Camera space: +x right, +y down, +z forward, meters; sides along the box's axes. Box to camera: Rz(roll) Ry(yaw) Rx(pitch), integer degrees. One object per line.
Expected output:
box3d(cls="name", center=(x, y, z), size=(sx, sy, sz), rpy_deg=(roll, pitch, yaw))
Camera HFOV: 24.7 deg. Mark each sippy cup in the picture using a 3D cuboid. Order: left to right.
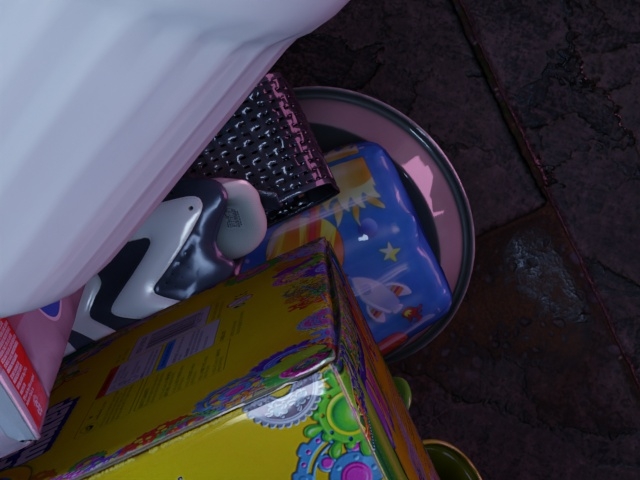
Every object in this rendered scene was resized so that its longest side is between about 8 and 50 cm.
box3d(cls="sippy cup", center=(-0.015, 0.030, 1.260), size=(0.240, 0.224, 0.305), rpy_deg=(66, 4, 24))

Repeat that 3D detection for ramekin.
box3d(cls="ramekin", center=(-0.134, -0.103, 0.402), size=(0.277, 0.135, 0.277), rpy_deg=(32, 19, -12))

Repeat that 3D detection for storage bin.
box3d(cls="storage bin", center=(-0.087, -0.035, 0.995), size=(0.084, 0.180, 0.122), rpy_deg=(64, 4, 4))

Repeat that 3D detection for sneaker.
box3d(cls="sneaker", center=(-0.106, -0.022, 0.862), size=(0.094, 0.153, 0.235), rpy_deg=(62, 5, -63))

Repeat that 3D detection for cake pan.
box3d(cls="cake pan", center=(0.000, 0.000, 1.403), size=(0.293, 0.293, 0.054), rpy_deg=(64, 25, -10))

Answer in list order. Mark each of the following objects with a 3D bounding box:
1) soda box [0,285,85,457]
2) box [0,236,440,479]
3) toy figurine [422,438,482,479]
box3d(cls="soda box", center=(-0.147, 0.008, 0.547), size=(0.083, 0.092, 0.263), rpy_deg=(63, 4, -16))
box3d(cls="box", center=(-0.014, 0.177, 0.671), size=(0.290, 0.177, 0.279), rpy_deg=(-93, 158, -82))
box3d(cls="toy figurine", center=(0.091, 0.369, 1.229), size=(0.217, 0.191, 0.363), rpy_deg=(113, -45, -73))
